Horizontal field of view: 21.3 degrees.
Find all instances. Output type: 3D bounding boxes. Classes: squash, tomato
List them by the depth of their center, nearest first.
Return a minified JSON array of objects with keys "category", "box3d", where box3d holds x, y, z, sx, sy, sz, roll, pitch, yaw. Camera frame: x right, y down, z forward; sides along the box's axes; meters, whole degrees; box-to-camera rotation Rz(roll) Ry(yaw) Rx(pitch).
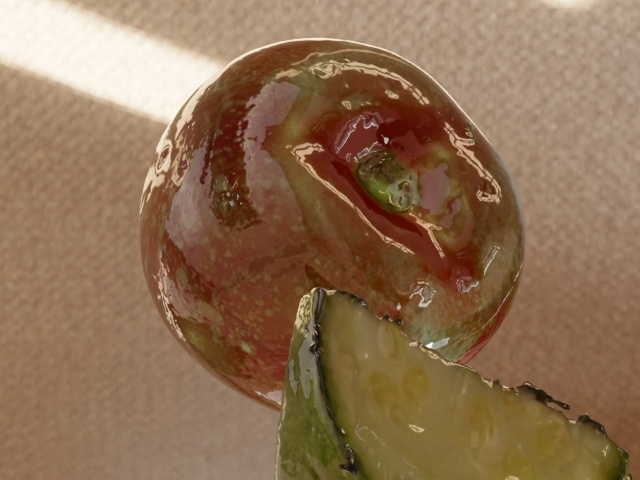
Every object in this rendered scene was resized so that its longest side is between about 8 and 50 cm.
[{"category":"squash","box3d":[0.007,0.155,0.891,0.203,0.111,0.288,28,147,-17]},{"category":"tomato","box3d":[0.000,0.000,1.194,0.270,0.270,0.222,32,142,-18]}]
